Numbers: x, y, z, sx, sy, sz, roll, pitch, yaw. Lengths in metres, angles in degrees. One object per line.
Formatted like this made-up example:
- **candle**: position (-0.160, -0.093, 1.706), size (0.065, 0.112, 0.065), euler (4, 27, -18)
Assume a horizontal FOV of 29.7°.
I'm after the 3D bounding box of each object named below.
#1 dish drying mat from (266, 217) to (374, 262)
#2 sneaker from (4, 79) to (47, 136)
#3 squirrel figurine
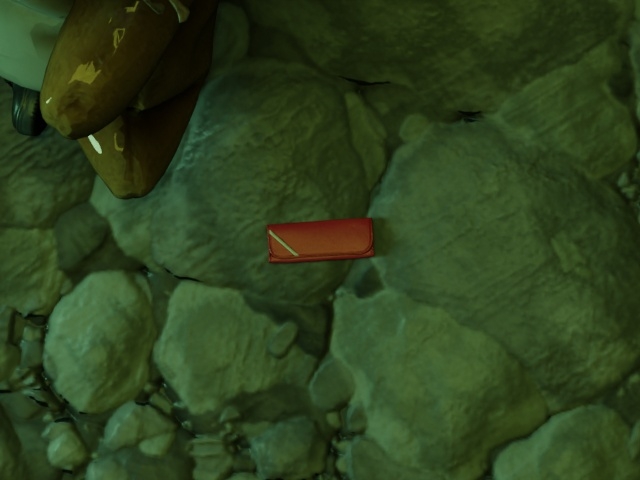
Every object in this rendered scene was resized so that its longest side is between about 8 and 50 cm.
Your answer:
- **dish drying mat**: position (0.000, 0.000, 0.949), size (0.083, 0.008, 0.032), euler (-4, 78, 1)
- **sneaker**: position (-0.250, -0.168, 0.970), size (0.089, 0.051, 0.170), euler (8, 74, 1)
- **squirrel figurine**: position (-0.125, -0.267, 0.801), size (0.281, 0.370, 0.397), euler (35, 66, -6)
